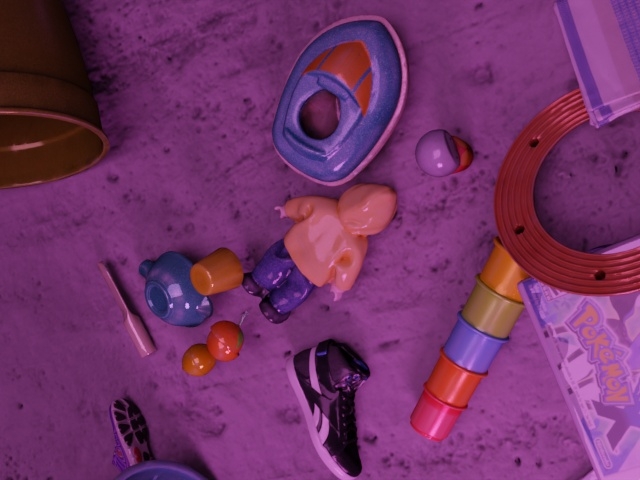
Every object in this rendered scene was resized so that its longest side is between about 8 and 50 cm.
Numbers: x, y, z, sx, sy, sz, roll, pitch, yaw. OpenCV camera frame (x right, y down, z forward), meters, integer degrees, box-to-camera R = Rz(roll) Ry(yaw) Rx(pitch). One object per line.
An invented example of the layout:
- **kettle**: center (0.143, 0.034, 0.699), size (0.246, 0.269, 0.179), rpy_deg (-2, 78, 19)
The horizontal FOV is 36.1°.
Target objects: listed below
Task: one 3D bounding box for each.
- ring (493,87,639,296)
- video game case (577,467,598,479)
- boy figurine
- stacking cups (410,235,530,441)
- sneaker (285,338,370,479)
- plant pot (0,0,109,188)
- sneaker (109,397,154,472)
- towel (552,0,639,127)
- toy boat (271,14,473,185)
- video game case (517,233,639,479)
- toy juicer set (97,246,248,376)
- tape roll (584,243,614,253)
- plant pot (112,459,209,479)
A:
- **ring**: center (0.393, -0.075, 1.313), size (0.337, 0.032, 0.336), rpy_deg (-16, 56, 26)
- **video game case**: center (0.415, 0.440, 1.418), size (0.190, 0.022, 0.173), rpy_deg (48, 109, 13)
- **boy figurine**: center (0.000, 0.000, 1.529), size (0.285, 0.092, 0.177), rpy_deg (-43, 77, 19)
- **stacking cups**: center (0.233, 0.153, 1.448), size (0.096, 0.096, 0.316), rpy_deg (29, 108, 19)
- **sneaker**: center (0.038, 0.258, 1.534), size (0.121, 0.079, 0.217), rpy_deg (-30, 80, 23)
- **plant pot**: center (-0.556, -0.306, 1.629), size (0.367, 0.366, 0.353), rpy_deg (-15, 77, 23)
- **sneaker**: center (-0.341, 0.361, 1.711), size (0.071, 0.068, 0.169), rpy_deg (-16, 88, 29)
- **towel**: center (0.470, -0.290, 1.320), size (0.285, 0.034, 0.209), rpy_deg (-22, 67, 21)
- **toy boat**: center (0.079, -0.185, 1.452), size (0.318, 0.148, 0.267), rpy_deg (30, 104, 19)
- **video game case**: center (0.458, 0.152, 1.287), size (0.300, 0.036, 0.329), rpy_deg (-24, 84, 21)
- **toy juicer set**: center (-0.231, 0.120, 1.645), size (0.329, 0.089, 0.209), rpy_deg (-3, 106, 44)
- **tape roll**: center (0.411, 0.100, 1.367), size (0.189, 0.080, 0.189), rpy_deg (1, 93, 22)
- **plant pot**: center (-0.338, 0.578, 1.597), size (0.334, 0.341, 0.341), rpy_deg (-33, 81, 29)
